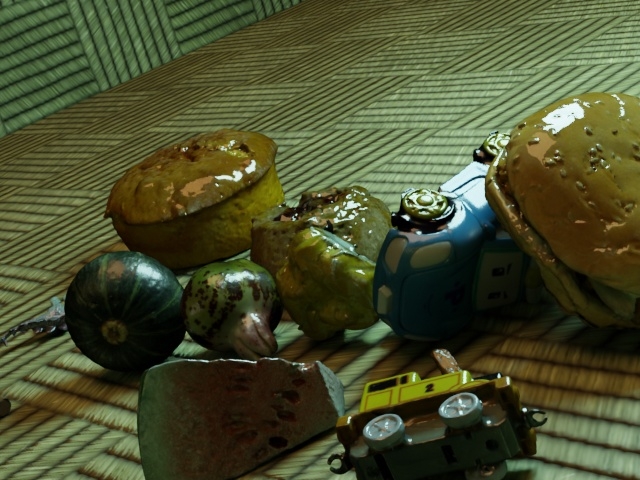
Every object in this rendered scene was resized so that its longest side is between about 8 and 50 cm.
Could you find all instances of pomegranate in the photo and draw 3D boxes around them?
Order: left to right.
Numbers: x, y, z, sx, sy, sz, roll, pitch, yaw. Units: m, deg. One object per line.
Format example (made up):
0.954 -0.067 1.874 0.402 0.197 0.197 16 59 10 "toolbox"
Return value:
-0.103 0.089 1.616 0.138 0.125 0.163 8 7 -42 "pomegranate"

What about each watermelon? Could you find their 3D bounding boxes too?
-0.083 0.182 1.362 0.241 0.154 0.094 -9 16 -15 "watermelon"

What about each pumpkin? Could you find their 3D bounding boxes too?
-0.257 0.093 1.672 0.167 0.167 0.125 -8 24 26 "pumpkin"

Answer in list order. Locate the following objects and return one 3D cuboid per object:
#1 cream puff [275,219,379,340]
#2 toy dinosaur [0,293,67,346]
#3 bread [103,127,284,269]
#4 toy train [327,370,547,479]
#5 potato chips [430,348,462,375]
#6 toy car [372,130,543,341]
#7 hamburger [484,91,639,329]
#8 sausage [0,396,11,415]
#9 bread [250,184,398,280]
0.010 0.059 1.577 0.121 0.156 0.156 6 6 -31 "cream puff"
-0.410 0.120 1.927 0.209 0.039 0.082 -26 22 -22 "toy dinosaur"
-0.198 -0.073 2.094 0.312 0.172 0.312 -18 22 8 "bread"
0.111 0.178 1.211 0.219 0.089 0.127 -17 25 17 "toy train"
0.168 0.166 1.311 0.026 0.037 0.204 -30 26 -6 "potato chips"
0.195 0.012 1.513 0.166 0.198 0.314 31 47 31 "toy car"
0.333 -0.037 1.394 0.259 0.283 0.144 -23 -22 -36 "hamburger"
-0.459 0.219 1.716 0.026 0.026 0.116 -31 23 -35 "sausage"
0.000 0.000 1.784 0.230 0.123 0.230 -17 21 7 "bread"
